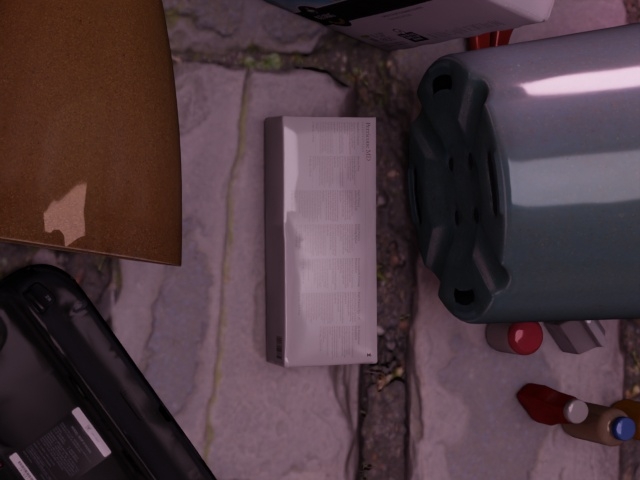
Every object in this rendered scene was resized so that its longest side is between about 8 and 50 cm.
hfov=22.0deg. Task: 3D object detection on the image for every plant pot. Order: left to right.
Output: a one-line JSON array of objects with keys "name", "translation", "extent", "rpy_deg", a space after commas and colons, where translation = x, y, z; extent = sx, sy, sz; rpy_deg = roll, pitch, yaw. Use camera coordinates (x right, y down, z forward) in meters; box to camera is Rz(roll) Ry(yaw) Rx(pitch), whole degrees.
[{"name": "plant pot", "translation": [-0.217, -0.118, 1.407], "extent": [0.237, 0.237, 0.254], "rpy_deg": [9, 89, -21]}, {"name": "plant pot", "translation": [0.278, -0.062, 1.570], "extent": [0.334, 0.341, 0.341], "rpy_deg": [-7, 93, -15]}]

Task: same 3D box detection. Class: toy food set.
[{"name": "toy food set", "translation": [0.263, 0.131, 1.676], "extent": [0.111, 0.104, 0.232], "rpy_deg": [-39, 104, -17]}]

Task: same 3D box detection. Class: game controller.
[{"name": "game controller", "translation": [-0.225, 0.182, 1.517], "extent": [0.166, 0.067, 0.319], "rpy_deg": [-34, 103, -3]}]

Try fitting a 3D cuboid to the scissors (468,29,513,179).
[{"name": "scissors", "translation": [0.159, -0.169, 1.676], "extent": [0.109, 0.021, 0.297], "rpy_deg": [15, 88, -30]}]

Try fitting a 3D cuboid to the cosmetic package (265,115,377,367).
[{"name": "cosmetic package", "translation": [0.000, 0.000, 1.593], "extent": [0.099, 0.060, 0.239], "rpy_deg": [0, 91, -20]}]

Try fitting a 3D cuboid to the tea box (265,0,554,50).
[{"name": "tea box", "translation": [0.023, -0.331, 1.452], "extent": [0.324, 0.329, 0.220], "rpy_deg": [21, 84, -19]}]
